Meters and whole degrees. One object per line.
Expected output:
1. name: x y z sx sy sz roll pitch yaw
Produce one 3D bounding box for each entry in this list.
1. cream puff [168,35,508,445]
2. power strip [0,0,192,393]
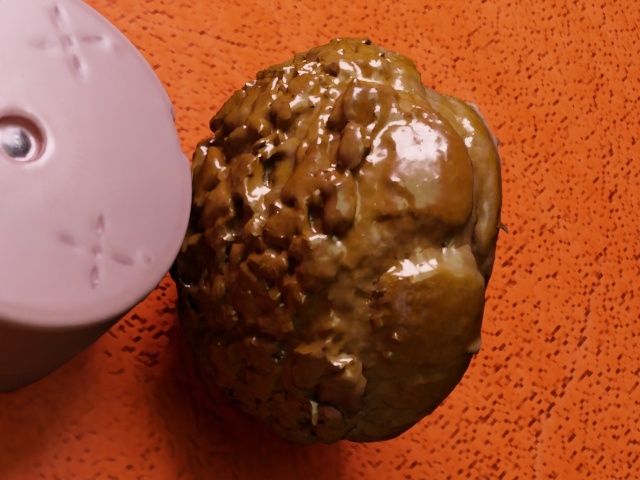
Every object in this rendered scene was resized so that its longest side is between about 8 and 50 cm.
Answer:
1. cream puff: 0.000 0.000 0.724 0.115 0.150 0.165 9 59 -26
2. power strip: -0.131 -0.022 0.683 0.154 0.078 0.154 17 58 -29
